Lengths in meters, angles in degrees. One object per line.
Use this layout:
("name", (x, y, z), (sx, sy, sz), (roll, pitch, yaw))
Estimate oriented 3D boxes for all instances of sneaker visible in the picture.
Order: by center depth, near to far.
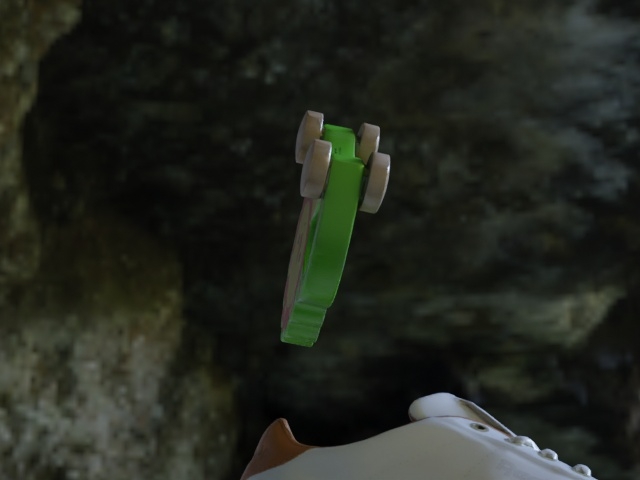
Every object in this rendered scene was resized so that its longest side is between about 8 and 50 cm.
("sneaker", (0.098, 0.122, 0.835), (0.290, 0.123, 0.106), (2, -33, 11))

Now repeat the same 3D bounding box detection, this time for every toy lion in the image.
("toy lion", (0.000, 0.000, 0.761), (0.034, 0.096, 0.100), (12, 13, -5))
